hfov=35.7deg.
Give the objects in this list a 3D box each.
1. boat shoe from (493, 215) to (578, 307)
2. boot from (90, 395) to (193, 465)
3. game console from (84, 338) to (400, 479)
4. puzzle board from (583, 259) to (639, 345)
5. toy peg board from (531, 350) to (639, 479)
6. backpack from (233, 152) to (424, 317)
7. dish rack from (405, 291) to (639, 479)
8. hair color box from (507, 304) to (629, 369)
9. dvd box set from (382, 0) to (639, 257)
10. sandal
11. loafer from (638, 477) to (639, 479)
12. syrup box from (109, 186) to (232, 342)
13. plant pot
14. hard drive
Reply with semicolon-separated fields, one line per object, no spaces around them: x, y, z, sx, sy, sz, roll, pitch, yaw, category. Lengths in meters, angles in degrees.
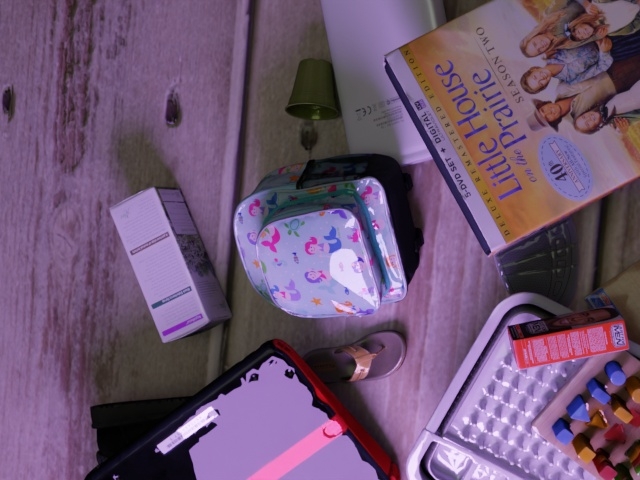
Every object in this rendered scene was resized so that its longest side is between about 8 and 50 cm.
0.285;-0.049;1.410;0.118;0.103;0.321;-18;90;9;boat shoe
-0.214;0.380;1.576;0.347;0.131;0.260;-9;83;29;boot
-0.108;0.371;1.490;0.386;0.060;0.342;-37;103;9;game console
0.446;0.106;1.391;0.096;0.011;0.128;-37;78;18;puzzle board
0.392;0.243;1.295;0.160;0.079;0.161;37;101;-4;toy peg board
0.000;0.000;1.454;0.253;0.191;0.225;-2;118;27;backpack
0.305;0.252;1.379;0.285;0.072;0.333;27;103;0;dish rack
0.317;0.125;1.281;0.141;0.072;0.043;-11;101;6;hair color box
0.336;-0.208;1.325;0.420;0.062;0.308;-27;81;-1;dvd box set
0.047;0.185;1.519;0.180;0.049;0.072;-14;87;20;sandal
0.460;0.351;1.364;0.078;0.080;0.220;44;100;24;loafer
-0.240;0.038;1.598;0.096;0.093;0.237;-25;83;19;syrup box
-0.011;-0.234;1.522;0.083;0.083;0.079;0;79;20;plant pot
0.103;-0.263;1.458;0.203;0.040;0.308;-13;86;43;hard drive
